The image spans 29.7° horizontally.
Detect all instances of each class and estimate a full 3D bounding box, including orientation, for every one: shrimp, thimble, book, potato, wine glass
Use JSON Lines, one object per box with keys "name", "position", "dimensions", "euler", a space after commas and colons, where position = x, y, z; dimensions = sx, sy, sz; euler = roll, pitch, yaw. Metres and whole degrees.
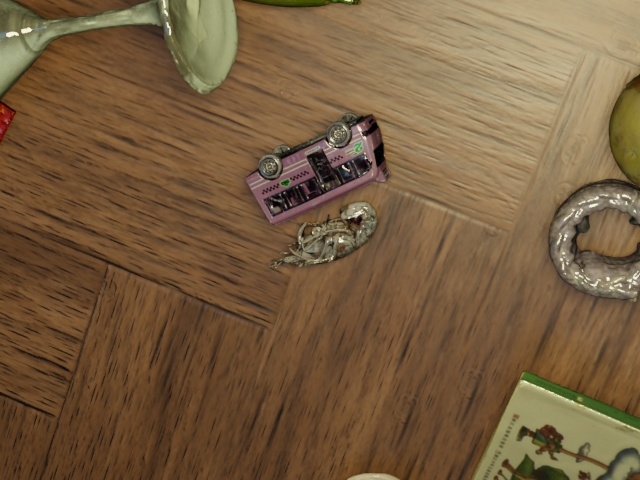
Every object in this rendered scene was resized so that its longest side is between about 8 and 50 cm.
{"name": "shrimp", "position": [0.000, 0.000, 1.593], "dimensions": [0.165, 0.056, 0.065], "euler": [-21, 111, 5]}
{"name": "thimble", "position": [0.357, -0.001, 1.495], "dimensions": [0.150, 0.098, 0.150], "euler": [2, 100, 12]}
{"name": "book", "position": [0.387, 0.324, 1.522], "dimensions": [0.370, 0.043, 0.260], "euler": [22, 134, 8]}
{"name": "potato", "position": [0.461, -0.159, 1.413], "dimensions": [0.262, 0.165, 0.165], "euler": [-29, 94, 2]}
{"name": "wine glass", "position": [-0.324, -0.261, 1.477], "dimensions": [0.405, 0.267, 0.267], "euler": [-6, 100, 19]}

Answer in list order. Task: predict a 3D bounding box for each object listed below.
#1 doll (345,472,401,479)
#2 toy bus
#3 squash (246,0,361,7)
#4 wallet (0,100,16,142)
{"name": "doll", "position": [0.069, 0.461, 1.628], "dimensions": [0.150, 0.151, 0.287], "euler": [5, 106, 11]}
{"name": "toy bus", "position": [0.000, -0.093, 1.560], "dimensions": [0.178, 0.087, 0.098], "euler": [-24, 97, 18]}
{"name": "squash", "position": [-0.088, -0.344, 1.530], "dimensions": [0.331, 0.087, 0.087], "euler": [13, 103, 7]}
{"name": "wallet", "position": [-0.510, -0.125, 1.692], "dimensions": [0.103, 0.020, 0.196], "euler": [33, 105, 3]}
